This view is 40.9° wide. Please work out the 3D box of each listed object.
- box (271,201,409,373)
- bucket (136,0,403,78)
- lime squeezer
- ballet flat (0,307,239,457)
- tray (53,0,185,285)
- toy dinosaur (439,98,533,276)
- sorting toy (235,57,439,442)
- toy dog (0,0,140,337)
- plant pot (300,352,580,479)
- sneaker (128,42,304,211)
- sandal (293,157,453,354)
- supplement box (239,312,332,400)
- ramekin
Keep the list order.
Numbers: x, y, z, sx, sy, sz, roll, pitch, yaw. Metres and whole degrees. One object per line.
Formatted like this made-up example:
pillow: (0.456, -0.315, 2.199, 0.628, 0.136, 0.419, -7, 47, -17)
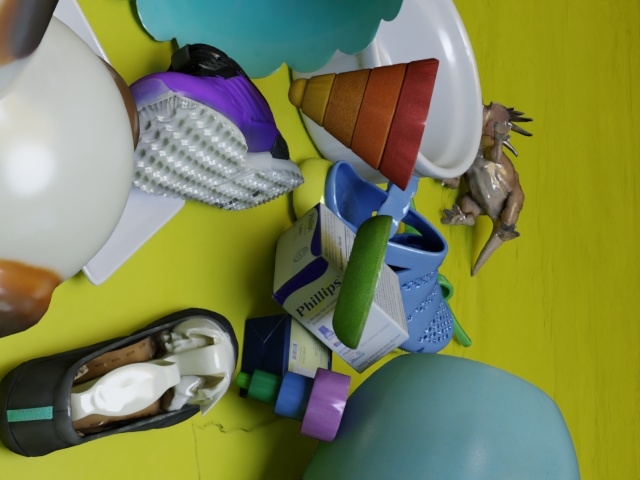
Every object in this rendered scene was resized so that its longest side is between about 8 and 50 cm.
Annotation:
box: (0.020, 0.049, 0.916, 0.137, 0.072, 0.126, 44, 19, -20)
bucket: (-0.051, -0.312, 0.811, 0.281, 0.281, 0.183, 40, 41, -43)
lime squeezer: (0.145, 0.036, 1.195, 0.110, 0.059, 0.310, -89, 157, -75)
ballet flat: (-0.135, 0.117, 0.717, 0.280, 0.096, 0.095, -17, 94, -56)
tray: (-0.220, -0.108, 0.716, 0.145, 0.030, 0.270, -51, 122, -47)
toy dinosaur: (0.270, -0.101, 1.343, 0.200, 0.127, 0.295, -33, 114, -61)
sorting toy: (0.000, 0.000, 0.779, 0.127, 0.126, 0.365, -68, 174, -79)
toy dog: (-0.217, -0.141, 0.456, 0.408, 0.396, 0.284, 91, 1, -49)
plant pot: (0.119, 0.252, 0.842, 0.293, 0.293, 0.235, 43, 56, -40)
sneaker: (-0.114, -0.119, 0.784, 0.293, 0.102, 0.146, 26, 43, -73)
sandal: (0.094, 0.025, 1.038, 0.317, 0.138, 0.126, 54, 40, -34)
supplement box: (-0.034, 0.128, 0.893, 0.083, 0.056, 0.083, 29, 57, -48)
ramekin: (0.085, -0.202, 1.086, 0.277, 0.135, 0.277, 21, 64, -52)
